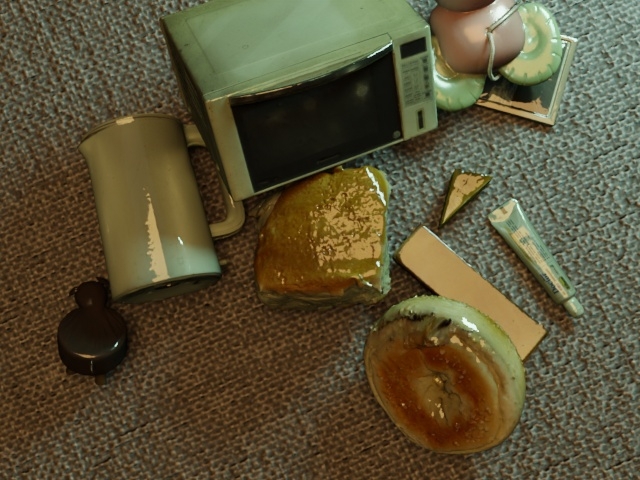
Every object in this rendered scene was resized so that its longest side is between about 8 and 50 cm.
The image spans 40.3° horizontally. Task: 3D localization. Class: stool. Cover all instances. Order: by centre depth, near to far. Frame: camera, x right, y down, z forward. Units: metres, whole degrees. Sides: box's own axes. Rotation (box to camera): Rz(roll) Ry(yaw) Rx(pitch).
[{"bbox_3d":[-0.428,0.171,1.637,0.125,0.121,0.217,-4,52,-13],"label":"stool"}]

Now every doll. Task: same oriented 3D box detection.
[{"bbox_3d":[0.294,-0.393,1.614,0.284,0.216,0.268,-20,89,1],"label":"doll"}]

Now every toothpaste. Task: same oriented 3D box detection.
[{"bbox_3d":[0.415,0.036,1.653,0.067,0.037,0.255,-35,78,3],"label":"toothpaste"}]

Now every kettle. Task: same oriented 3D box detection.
[{"bbox_3d":[-0.289,-0.064,1.624,0.265,0.205,0.318,-16,79,3],"label":"kettle"}]

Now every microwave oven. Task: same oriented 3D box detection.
[{"bbox_3d":[-0.034,-0.283,1.545,0.394,0.247,0.333,-21,47,-10],"label":"microwave oven"}]

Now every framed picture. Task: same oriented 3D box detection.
[{"bbox_3d":[0.360,-0.344,1.720,0.260,0.023,0.189,17,84,6],"label":"framed picture"}]

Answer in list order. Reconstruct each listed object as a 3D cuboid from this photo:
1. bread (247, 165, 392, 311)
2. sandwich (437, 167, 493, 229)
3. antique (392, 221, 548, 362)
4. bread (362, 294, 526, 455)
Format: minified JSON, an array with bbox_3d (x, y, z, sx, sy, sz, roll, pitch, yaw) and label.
[{"bbox_3d":[0.000,0.000,1.587,0.279,0.225,0.250,-3,76,14],"label":"bread"},{"bbox_3d":[0.274,-0.070,1.657,0.074,0.074,0.116,15,84,5],"label":"sandwich"},{"bbox_3d":[0.273,0.100,1.622,0.310,0.093,0.087,41,86,8],"label":"antique"},{"bbox_3d":[0.225,0.229,1.539,0.306,0.159,0.305,16,122,27],"label":"bread"}]
